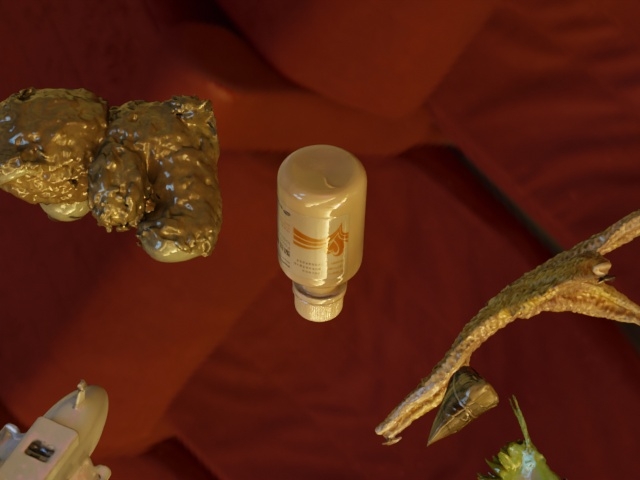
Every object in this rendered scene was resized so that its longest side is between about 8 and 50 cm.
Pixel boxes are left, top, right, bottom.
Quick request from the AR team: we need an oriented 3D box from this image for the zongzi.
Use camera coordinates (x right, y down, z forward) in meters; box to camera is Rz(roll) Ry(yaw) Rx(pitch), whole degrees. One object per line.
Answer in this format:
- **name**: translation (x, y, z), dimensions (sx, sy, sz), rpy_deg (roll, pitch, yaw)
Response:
- **zongzi**: translation (0.127, 0.161, 1.371), dimensions (0.083, 0.076, 0.040), rpy_deg (-44, 102, 0)

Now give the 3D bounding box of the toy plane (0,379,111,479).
- **toy plane**: translation (-0.263, 0.221, 1.311), dimensions (0.101, 0.251, 0.255), rpy_deg (101, 15, -49)

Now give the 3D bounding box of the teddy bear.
- **teddy bear**: translation (-0.227, -0.082, 1.487), dimensions (0.256, 0.267, 0.156), rpy_deg (3, 108, -7)

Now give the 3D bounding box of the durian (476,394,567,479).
- **durian**: translation (0.234, 0.331, 1.328), dimensions (0.157, 0.355, 0.169), rpy_deg (22, 115, -32)

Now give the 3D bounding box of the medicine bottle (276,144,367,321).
- **medicine bottle**: translation (0.000, 0.000, 1.846), dimensions (0.114, 0.114, 0.252), rpy_deg (-16, 138, -16)

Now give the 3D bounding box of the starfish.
- **starfish**: translation (0.296, 0.088, 1.786), dimensions (0.398, 0.132, 0.384), rpy_deg (-12, 159, -41)
